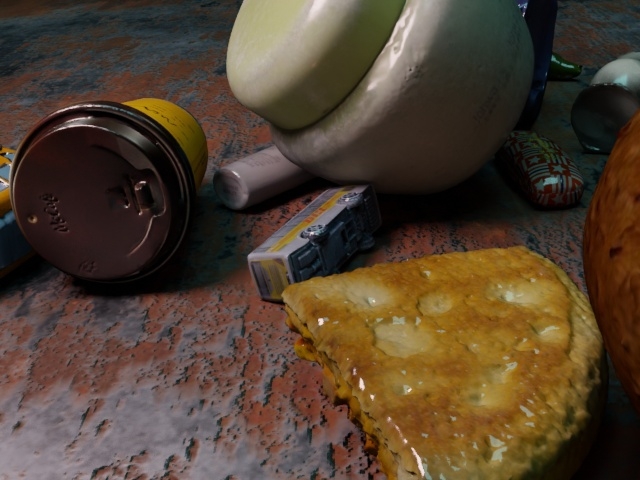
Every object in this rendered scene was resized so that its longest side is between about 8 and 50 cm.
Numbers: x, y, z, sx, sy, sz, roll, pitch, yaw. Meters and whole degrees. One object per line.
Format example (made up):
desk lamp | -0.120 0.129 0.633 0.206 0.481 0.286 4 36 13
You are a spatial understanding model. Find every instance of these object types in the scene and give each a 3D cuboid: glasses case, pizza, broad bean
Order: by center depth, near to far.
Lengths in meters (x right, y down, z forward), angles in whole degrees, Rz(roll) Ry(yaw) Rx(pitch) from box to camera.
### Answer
pizza | 0.130 0.100 0.583 0.258 0.087 0.268 -9 27 -19
glasses case | 0.275 -0.099 0.994 0.073 0.049 0.194 -6 26 -3
broad bean | 0.379 -0.325 1.436 0.061 0.046 0.195 -24 31 -29

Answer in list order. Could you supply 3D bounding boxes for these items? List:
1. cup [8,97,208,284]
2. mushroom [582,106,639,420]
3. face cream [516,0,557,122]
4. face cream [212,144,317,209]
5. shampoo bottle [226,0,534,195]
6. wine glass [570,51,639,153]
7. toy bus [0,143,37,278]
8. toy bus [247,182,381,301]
cup | -0.219 -0.076 0.897 0.197 0.196 0.279 -3 19 4
mushroom | 0.326 0.039 0.440 0.331 0.334 0.356 -20 20 -27
face cream | 0.234 -0.312 1.204 0.225 0.248 0.249 10 30 24
face cream | -0.047 -0.098 1.041 0.084 0.057 0.198 22 35 39
shampoo bottle | 0.076 -0.217 0.931 0.317 0.322 0.322 23 14 -28
wine glass | 0.433 -0.204 1.127 0.103 0.103 0.222 11 30 28
toy bus | -0.382 -0.025 0.879 0.136 0.126 0.209 14 30 16
toy bus | 0.000 0.000 0.834 0.075 0.064 0.190 -4 23 30
